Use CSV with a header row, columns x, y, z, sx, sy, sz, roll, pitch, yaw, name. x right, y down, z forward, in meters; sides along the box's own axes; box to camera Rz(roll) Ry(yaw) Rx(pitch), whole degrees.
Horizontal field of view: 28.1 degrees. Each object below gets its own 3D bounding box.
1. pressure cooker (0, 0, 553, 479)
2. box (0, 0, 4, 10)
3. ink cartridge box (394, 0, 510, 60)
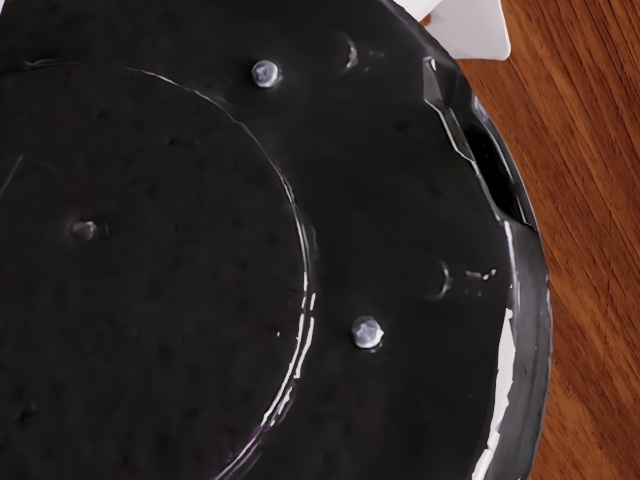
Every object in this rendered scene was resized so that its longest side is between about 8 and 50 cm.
x,y,z,sx,sy,sz,roll,pitch,yaw,name
-0.079,0.090,0.641,0.370,0.375,0.420,-31,161,-5,pressure cooker
-0.141,-0.140,0.459,0.063,0.067,0.323,52,49,-68,box
-0.025,-0.246,0.829,0.119,0.207,0.353,-45,125,-36,ink cartridge box
